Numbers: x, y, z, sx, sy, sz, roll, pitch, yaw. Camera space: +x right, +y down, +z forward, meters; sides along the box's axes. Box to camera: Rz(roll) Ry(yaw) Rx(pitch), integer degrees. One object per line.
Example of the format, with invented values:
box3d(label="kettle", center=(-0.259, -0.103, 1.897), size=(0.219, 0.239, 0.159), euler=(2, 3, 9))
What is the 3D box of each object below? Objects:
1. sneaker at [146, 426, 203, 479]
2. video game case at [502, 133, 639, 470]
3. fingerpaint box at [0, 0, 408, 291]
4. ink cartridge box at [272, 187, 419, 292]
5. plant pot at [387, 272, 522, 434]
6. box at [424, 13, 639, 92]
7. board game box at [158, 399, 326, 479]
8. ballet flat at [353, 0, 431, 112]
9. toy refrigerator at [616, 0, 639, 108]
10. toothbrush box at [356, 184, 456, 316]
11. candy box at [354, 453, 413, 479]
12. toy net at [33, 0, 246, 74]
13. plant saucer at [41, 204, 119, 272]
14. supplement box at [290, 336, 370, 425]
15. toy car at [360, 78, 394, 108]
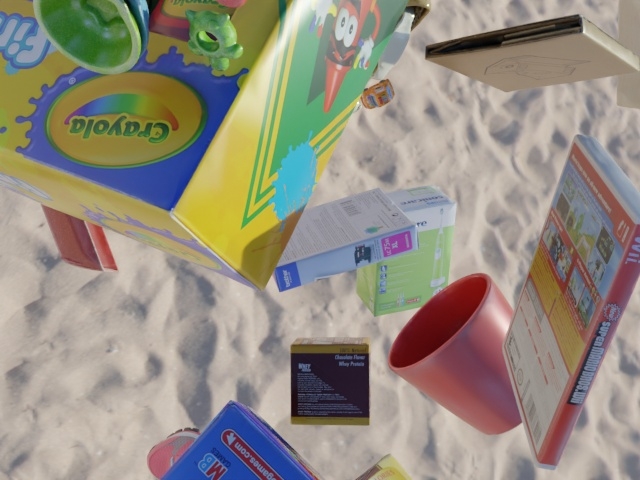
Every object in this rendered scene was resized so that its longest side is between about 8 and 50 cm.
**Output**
box3d(label="sneaker", center=(-0.240, 0.463, 1.479), size=(0.136, 0.314, 0.115), euler=(-36, 118, -62))
box3d(label="video game case", center=(0.251, 0.059, 0.748), size=(0.025, 0.285, 0.204), euler=(9, 28, -2))
box3d(label="fingerpaint box", center=(-0.179, -0.210, 0.642), size=(0.371, 0.445, 0.163), euler=(-63, 154, -13))
box3d(label="ink cartridge box", center=(0.000, 0.000, 1.329), size=(0.311, 0.185, 0.065), euler=(-15, 118, -10))
box3d(label="plant pot", center=(0.316, 0.243, 1.488), size=(0.243, 0.275, 0.275), euler=(45, 55, -9))
box3d(label="box", center=(0.234, -0.197, 0.794), size=(0.201, 0.165, 0.021), euler=(-1, 90, -52))
box3d(label="board game box", center=(0.006, 0.280, 0.333), size=(0.347, 0.078, 0.233), euler=(42, 80, 12))
box3d(label="ballet flat", center=(0.028, -0.176, 0.753), size=(0.080, 0.232, 0.073), euler=(0, 49, -43))
box3d(label="toy refrigerator", center=(0.569, -0.348, 1.242), size=(0.094, 0.102, 0.269), euler=(-60, 147, -23))
box3d(label="toothbrush box", center=(0.206, 0.025, 1.800), size=(0.206, 0.122, 0.283), euler=(-11, 122, -18))
box3d(label="candy box", center=(0.069, 0.265, 0.538), size=(0.109, 0.053, 0.186), euler=(-24, 64, -45))
box3d(label="toy net", center=(-0.098, -0.180, 0.373), size=(0.122, 0.232, 0.045), euler=(19, 54, 7))
box3d(label="plant saucer", center=(-0.346, -0.070, 0.983), size=(0.048, 0.258, 0.258), euler=(-22, 91, -12))
box3d(label="supplement box", center=(0.028, 0.341, 1.790), size=(0.192, 0.129, 0.194), euler=(-1, 90, 5))
box3d(label="toy car", center=(0.093, -0.268, 1.182), size=(0.060, 0.040, 0.122), euler=(-11, 123, -7))
